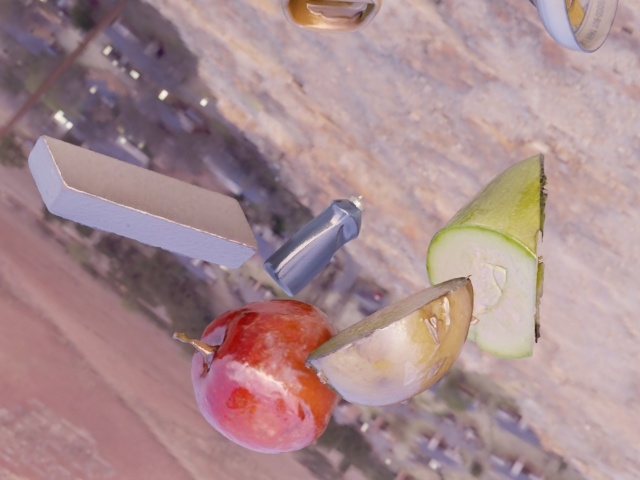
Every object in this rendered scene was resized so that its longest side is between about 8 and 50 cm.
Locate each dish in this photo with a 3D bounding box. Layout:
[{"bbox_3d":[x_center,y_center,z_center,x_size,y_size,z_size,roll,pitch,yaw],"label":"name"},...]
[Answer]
[{"bbox_3d":[0.385,-0.444,1.805,0.134,0.273,0.273,8,151,33],"label":"dish"}]

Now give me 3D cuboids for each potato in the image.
[{"bbox_3d":[0.114,0.140,1.466,0.116,0.239,0.299,59,-165,0],"label":"potato"}]

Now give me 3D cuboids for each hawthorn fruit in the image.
[{"bbox_3d":[-0.104,0.189,1.649,0.272,0.241,0.242,20,172,-31],"label":"hawthorn fruit"}]

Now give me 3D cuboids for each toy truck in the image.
[{"bbox_3d":[0.024,-0.546,2.154,0.204,0.211,0.288,3,166,-5],"label":"toy truck"}]

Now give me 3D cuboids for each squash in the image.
[{"bbox_3d":[0.325,0.000,1.739,0.210,0.309,0.233,20,130,36],"label":"squash"}]

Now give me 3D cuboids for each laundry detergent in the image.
[{"bbox_3d":[-0.001,-0.001,1.856,0.061,0.206,0.096,45,178,39],"label":"laundry detergent"}]

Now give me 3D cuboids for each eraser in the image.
[{"bbox_3d":[-0.264,-0.053,1.652,0.353,0.077,0.111,19,153,-19],"label":"eraser"}]
